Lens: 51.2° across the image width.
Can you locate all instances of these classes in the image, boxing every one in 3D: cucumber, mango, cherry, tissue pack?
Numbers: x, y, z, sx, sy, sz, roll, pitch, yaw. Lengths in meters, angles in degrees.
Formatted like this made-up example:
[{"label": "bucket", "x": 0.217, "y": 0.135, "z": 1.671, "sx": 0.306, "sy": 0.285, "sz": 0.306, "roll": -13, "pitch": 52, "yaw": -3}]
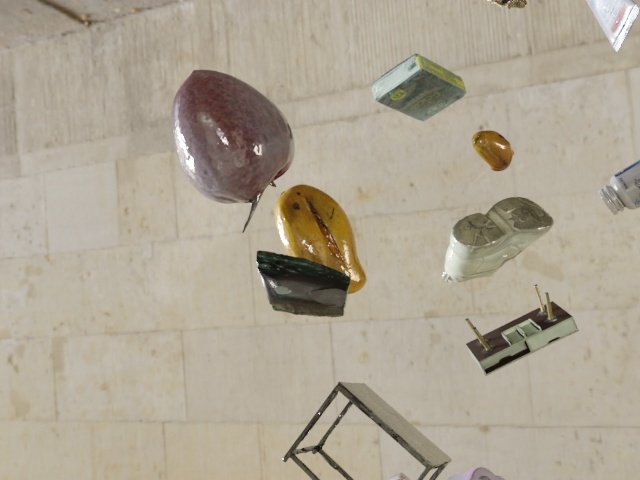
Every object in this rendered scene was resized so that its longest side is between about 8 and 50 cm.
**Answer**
[{"label": "cucumber", "x": -0.041, "y": 0.094, "z": 1.300, "sx": 0.193, "sy": 0.115, "sz": 0.086, "roll": 11, "pitch": -173, "yaw": -1}, {"label": "mango", "x": 0.001, "y": -0.004, "z": 1.582, "sx": 0.177, "sy": 0.295, "sz": 0.120, "roll": -26, "pitch": 164, "yaw": -28}, {"label": "mango", "x": 0.379, "y": -0.203, "z": 1.468, "sx": 0.127, "sy": 0.077, "sz": 0.063, "roll": 28, "pitch": 138, "yaw": -35}, {"label": "cherry", "x": -0.143, "y": -0.163, "z": 1.118, "sx": 0.183, "sy": 0.266, "sz": 0.213, "roll": -21, "pitch": -166, "yaw": 20}, {"label": "tissue pack", "x": 0.305, "y": -0.471, "z": 2.067, "sx": 0.185, "sy": 0.081, "sz": 0.257, "roll": -28, "pitch": 155, "yaw": 37}]

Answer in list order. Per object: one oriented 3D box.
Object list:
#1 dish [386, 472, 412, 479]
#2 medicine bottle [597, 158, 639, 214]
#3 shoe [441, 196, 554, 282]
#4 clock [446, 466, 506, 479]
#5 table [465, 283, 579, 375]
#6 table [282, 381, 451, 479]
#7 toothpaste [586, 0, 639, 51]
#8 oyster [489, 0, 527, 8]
[{"label": "dish", "x": 0.292, "y": 0.892, "z": 2.315, "sx": 0.151, "sy": 0.212, "sz": 0.077, "roll": -37, "pitch": -165, "yaw": 20}, {"label": "medicine bottle", "x": 0.833, "y": -0.150, "z": 1.746, "sx": 0.191, "sy": 0.107, "sz": 0.107, "roll": -35, "pitch": 163, "yaw": 24}, {"label": "shoe", "x": 0.464, "y": 0.009, "z": 1.797, "sx": 0.342, "sy": 0.132, "sz": 0.210, "roll": -18, "pitch": 145, "yaw": -27}, {"label": "clock", "x": 0.468, "y": 0.825, "z": 1.889, "sx": 0.102, "sy": 0.338, "sz": 0.338, "roll": -31, "pitch": 161, "yaw": 34}, {"label": "table", "x": 0.460, "y": 0.202, "z": 1.585, "sx": 0.240, "sy": 0.111, "sz": 0.121, "roll": -27, "pitch": -168, "yaw": 2}, {"label": "table", "x": 0.131, "y": 0.607, "z": 1.855, "sx": 0.335, "sy": 0.272, "sz": 0.222, "roll": 38, "pitch": -175, "yaw": 26}, {"label": "toothpaste", "x": 0.509, "y": -0.452, "z": 1.212, "sx": 0.057, "sy": 0.234, "sz": 0.089, "roll": -3, "pitch": 144, "yaw": -7}, {"label": "oyster", "x": 0.422, "y": -0.592, "z": 1.553, "sx": 0.103, "sy": 0.148, "sz": 0.051, "roll": -13, "pitch": 139, "yaw": -16}]
